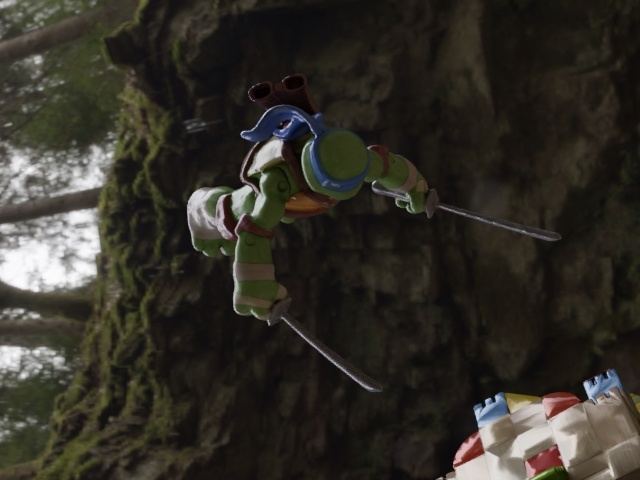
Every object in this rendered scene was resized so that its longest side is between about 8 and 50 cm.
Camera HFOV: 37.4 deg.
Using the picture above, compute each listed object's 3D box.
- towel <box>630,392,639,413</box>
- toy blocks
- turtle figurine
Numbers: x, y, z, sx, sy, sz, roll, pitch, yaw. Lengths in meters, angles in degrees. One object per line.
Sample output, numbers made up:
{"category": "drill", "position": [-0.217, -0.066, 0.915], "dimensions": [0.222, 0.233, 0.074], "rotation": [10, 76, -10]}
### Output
{"category": "towel", "position": [0.503, 0.286, 1.476], "dimensions": [0.102, 0.237, 0.021], "rotation": [-20, -80, -15]}
{"category": "toy blocks", "position": [0.280, 0.295, 1.223], "dimensions": [0.191, 0.381, 0.261], "rotation": [52, -164, -22]}
{"category": "turtle figurine", "position": [0.000, 0.000, 0.830], "dimensions": [0.274, 0.266, 0.198], "rotation": [34, -101, -21]}
